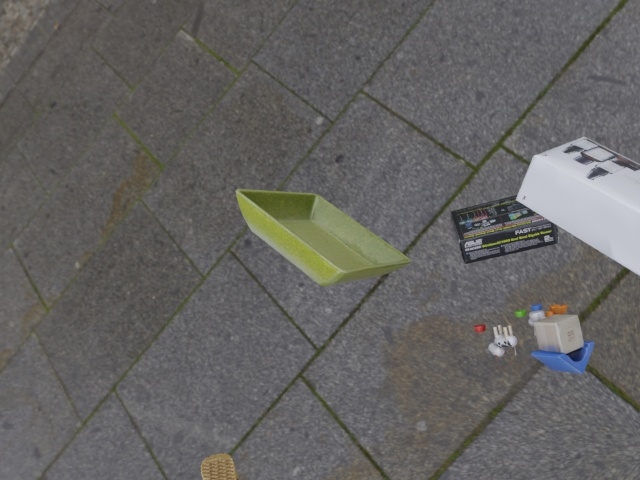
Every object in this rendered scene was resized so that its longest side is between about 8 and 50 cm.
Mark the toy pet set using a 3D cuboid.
[{"bbox_3d":[0.274,0.124,0.722,0.114,0.122,0.065,-11,92,62],"label":"toy pet set"}]

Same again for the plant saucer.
[{"bbox_3d":[0.000,0.000,0.772,0.188,0.188,0.045,37,110,27],"label":"plant saucer"}]

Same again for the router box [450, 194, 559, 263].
[{"bbox_3d":[0.240,-0.018,0.774,0.123,0.038,0.092,-14,25,12],"label":"router box"}]

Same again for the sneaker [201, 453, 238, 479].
[{"bbox_3d":[-0.142,0.414,0.883,0.070,0.083,0.185,-10,27,-5],"label":"sneaker"}]

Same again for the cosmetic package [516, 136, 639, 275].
[{"bbox_3d":[0.316,-0.014,0.548,0.239,0.099,0.060,40,138,34],"label":"cosmetic package"}]
